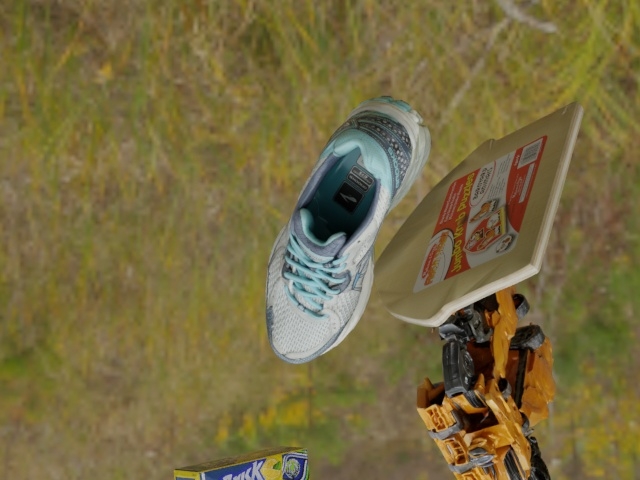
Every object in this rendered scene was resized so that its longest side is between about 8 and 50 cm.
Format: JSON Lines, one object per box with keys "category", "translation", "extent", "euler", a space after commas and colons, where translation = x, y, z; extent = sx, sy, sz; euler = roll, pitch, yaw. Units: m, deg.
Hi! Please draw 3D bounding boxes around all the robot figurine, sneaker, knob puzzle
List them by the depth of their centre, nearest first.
{"category": "knob puzzle", "translation": [0.115, -0.004, 1.024], "extent": [0.030, 0.213, 0.213], "euler": [40, 142, -22]}
{"category": "sneaker", "translation": [0.000, 0.000, 1.247], "extent": [0.110, 0.283, 0.122], "euler": [27, -155, 13]}
{"category": "robot figurine", "translation": [0.168, 0.137, 1.333], "extent": [0.085, 0.291, 0.211], "euler": [-21, 110, 25]}

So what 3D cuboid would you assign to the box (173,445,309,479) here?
{"category": "box", "translation": [-0.096, 0.295, 1.654], "extent": [0.169, 0.054, 0.059], "euler": [-6, 180, -40]}
